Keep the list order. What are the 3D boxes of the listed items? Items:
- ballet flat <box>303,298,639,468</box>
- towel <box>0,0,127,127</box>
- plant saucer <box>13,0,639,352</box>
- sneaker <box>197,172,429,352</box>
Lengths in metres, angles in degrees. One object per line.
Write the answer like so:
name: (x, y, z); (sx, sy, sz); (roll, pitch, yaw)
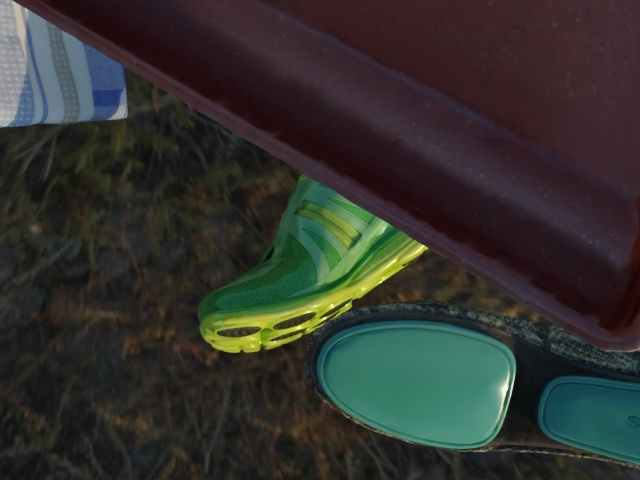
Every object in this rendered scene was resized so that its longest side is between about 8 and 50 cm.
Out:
ballet flat: (0.214, 0.148, 1.767); (0.482, 0.182, 0.164); (10, 110, -7)
towel: (-0.249, -0.197, 1.335); (0.034, 0.285, 0.209); (-10, 90, 25)
plant saucer: (0.017, -0.141, 0.406); (0.047, 0.259, 0.258); (-24, 136, -43)
sneaker: (0.000, 0.000, 1.405); (0.295, 0.109, 0.123); (-33, 83, -32)
